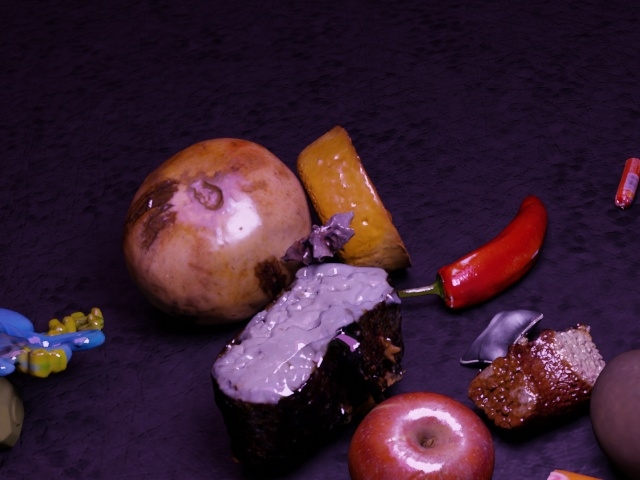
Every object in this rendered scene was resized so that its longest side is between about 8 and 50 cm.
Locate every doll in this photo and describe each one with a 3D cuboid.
[{"bbox_3d":[-0.518,0.172,1.917,0.346,0.099,0.341,-1,11,-14],"label":"doll"}]

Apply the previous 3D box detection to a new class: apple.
[{"bbox_3d":[0.138,0.309,1.657,0.201,0.162,0.201,1,48,-1],"label":"apple"}]

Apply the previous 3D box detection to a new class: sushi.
[{"bbox_3d":[0.003,0.189,1.774,0.234,0.207,0.348,16,43,40],"label":"sushi"}]

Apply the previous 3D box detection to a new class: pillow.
[{"bbox_3d":[0.286,0.153,1.892,0.091,0.055,0.135,23,47,34],"label":"pillow"}]

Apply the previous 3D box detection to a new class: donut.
[{"bbox_3d":[0.048,-0.053,2.024,0.108,0.277,0.277,-26,41,0],"label":"donut"},{"bbox_3d":[0.337,0.210,1.780,0.186,0.144,0.126,4,36,-36],"label":"donut"}]

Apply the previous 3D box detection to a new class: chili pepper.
[{"bbox_3d":[0.294,0.030,2.030,0.368,0.092,0.137,-30,25,-34],"label":"chili pepper"}]

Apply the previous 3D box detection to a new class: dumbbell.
[{"bbox_3d":[-0.616,0.276,1.854,0.302,0.121,0.108,-4,12,3],"label":"dumbbell"}]

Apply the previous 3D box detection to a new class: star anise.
[{"bbox_3d":[0.010,-0.006,1.870,0.129,0.056,0.124,-38,16,-25],"label":"star anise"}]

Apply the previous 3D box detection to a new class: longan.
[{"bbox_3d":[0.467,0.247,1.650,0.198,0.198,0.212,-20,58,-15],"label":"longan"}]

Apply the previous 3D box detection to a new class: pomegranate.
[{"bbox_3d":[-0.172,-0.011,1.989,0.322,0.322,0.322,-5,40,4],"label":"pomegranate"}]

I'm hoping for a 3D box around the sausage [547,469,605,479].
[{"bbox_3d":[0.388,0.414,1.428,0.287,0.233,0.233,9,43,21],"label":"sausage"}]

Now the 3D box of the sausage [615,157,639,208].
[{"bbox_3d":[0.558,-0.099,2.165,0.034,0.034,0.129,9,43,19],"label":"sausage"}]
